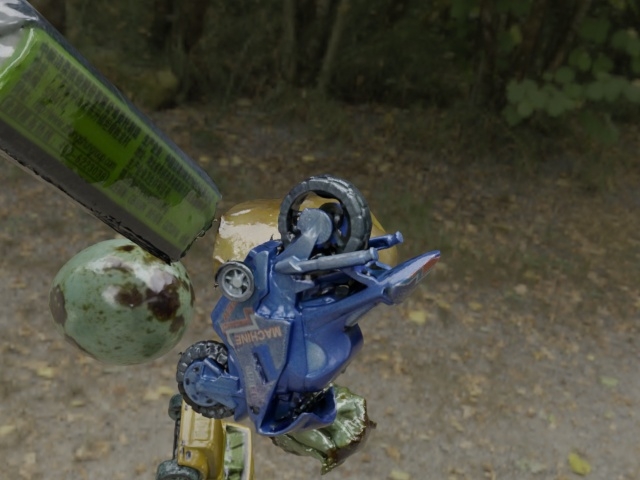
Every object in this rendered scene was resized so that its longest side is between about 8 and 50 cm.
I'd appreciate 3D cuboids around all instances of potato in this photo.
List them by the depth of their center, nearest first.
[{"bbox_3d":[0.000,0.000,1.022,0.138,0.098,0.243,-5,-4,24],"label":"potato"}]

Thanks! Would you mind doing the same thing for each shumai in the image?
[{"bbox_3d":[0.005,0.331,1.676,0.184,0.184,0.142,-8,58,-27],"label":"shumai"}]

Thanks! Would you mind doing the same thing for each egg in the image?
[{"bbox_3d":[-0.270,0.081,1.311,0.231,0.169,0.169,0,17,40],"label":"egg"}]

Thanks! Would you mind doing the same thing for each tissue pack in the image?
[{"bbox_3d":[-0.286,-0.138,0.960,0.288,0.124,0.394,34,-6,23],"label":"tissue pack"}]

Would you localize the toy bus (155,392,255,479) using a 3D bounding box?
[{"bbox_3d":[-0.148,0.340,1.323,0.123,0.335,0.121,4,47,-3],"label":"toy bus"}]

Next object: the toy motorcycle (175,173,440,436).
[{"bbox_3d":[-0.015,0.057,0.644,0.114,0.205,0.076,39,23,11],"label":"toy motorcycle"}]
